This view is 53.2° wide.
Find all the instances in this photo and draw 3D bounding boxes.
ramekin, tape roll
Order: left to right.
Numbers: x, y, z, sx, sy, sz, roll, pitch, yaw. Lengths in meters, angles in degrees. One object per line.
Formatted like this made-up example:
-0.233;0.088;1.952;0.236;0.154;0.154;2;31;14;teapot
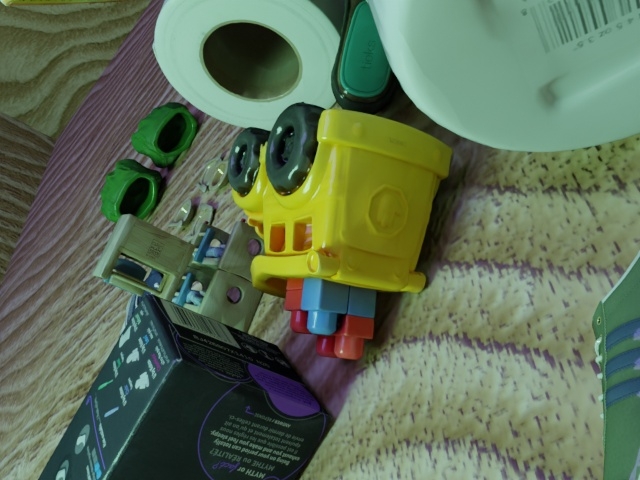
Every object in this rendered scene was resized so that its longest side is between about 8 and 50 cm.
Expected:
-0.077;-0.287;0.834;0.246;0.246;0.169;-29;43;43;tape roll
0.152;-0.178;0.370;0.277;0.277;0.135;-37;45;36;ramekin

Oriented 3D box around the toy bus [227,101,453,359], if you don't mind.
0.000;0.000;0.597;0.220;0.149;0.211;-4;77;58;toy bus

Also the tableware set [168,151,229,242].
-0.195;-0.073;1.058;0.141;0.020;0.169;11;75;59;tableware set

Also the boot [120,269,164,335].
-0.243;0.100;0.932;0.086;0.069;0.190;-58;28;10;boot

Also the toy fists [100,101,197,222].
-0.353;-0.159;1.305;0.142;0.096;0.279;25;85;50;toy fists

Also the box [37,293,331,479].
-0.143;0.214;0.584;0.270;0.165;0.143;-59;30;3;box

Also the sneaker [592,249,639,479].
0.178;0.065;0.330;0.192;0.064;0.086;-64;22;-6;sneaker

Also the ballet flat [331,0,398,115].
0.069;-0.270;0.738;0.096;0.095;0.280;77;-149;-80;ballet flat

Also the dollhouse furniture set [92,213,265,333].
-0.170;0.018;0.774;0.129;0.183;0.129;1;66;57;dollhouse furniture set

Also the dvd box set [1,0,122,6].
-0.022;-0.306;0.517;0.420;0.062;0.307;-19;17;15;dvd box set
